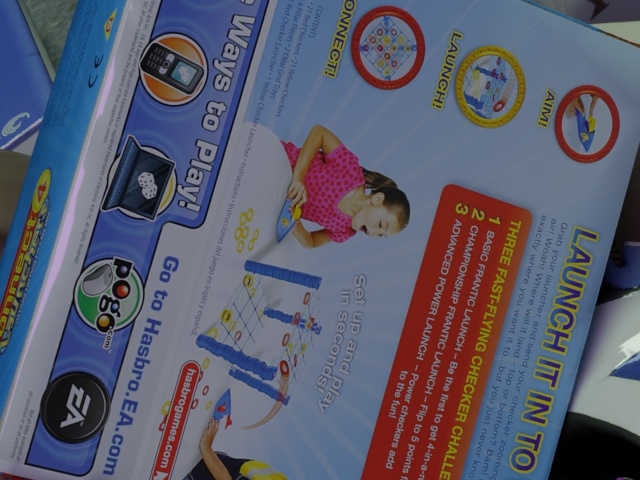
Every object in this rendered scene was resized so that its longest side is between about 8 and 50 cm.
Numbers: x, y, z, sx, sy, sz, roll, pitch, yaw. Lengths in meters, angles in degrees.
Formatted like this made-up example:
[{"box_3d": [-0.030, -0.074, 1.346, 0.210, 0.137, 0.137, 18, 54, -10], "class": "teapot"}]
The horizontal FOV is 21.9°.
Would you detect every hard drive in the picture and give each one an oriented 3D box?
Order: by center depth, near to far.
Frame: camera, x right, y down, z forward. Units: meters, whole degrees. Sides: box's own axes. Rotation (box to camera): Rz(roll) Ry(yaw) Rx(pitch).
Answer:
[{"box_3d": [-0.320, -0.099, 1.408, 0.210, 0.040, 0.318, -36, 32, 2], "class": "hard drive"}]

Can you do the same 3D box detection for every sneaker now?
[{"box_3d": [0.250, 0.079, 0.897, 0.315, 0.127, 0.182, -17, 42, 22], "class": "sneaker"}]

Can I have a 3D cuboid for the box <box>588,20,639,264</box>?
[{"box_3d": [0.190, -0.050, 1.046, 0.311, 0.148, 0.121, -2, 44, 29], "class": "box"}]

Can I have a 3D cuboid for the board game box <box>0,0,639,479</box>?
[{"box_3d": [0.000, 0.000, 0.865, 0.086, 0.302, 0.308, 9, 82, 64], "class": "board game box"}]

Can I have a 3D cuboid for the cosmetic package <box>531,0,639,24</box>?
[{"box_3d": [0.101, -0.281, 1.260, 0.230, 0.161, 0.453, -40, 51, -18], "class": "cosmetic package"}]

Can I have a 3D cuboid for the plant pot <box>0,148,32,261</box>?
[{"box_3d": [-0.229, 0.152, 0.947, 0.323, 0.323, 0.280, -19, 55, 8], "class": "plant pot"}]
